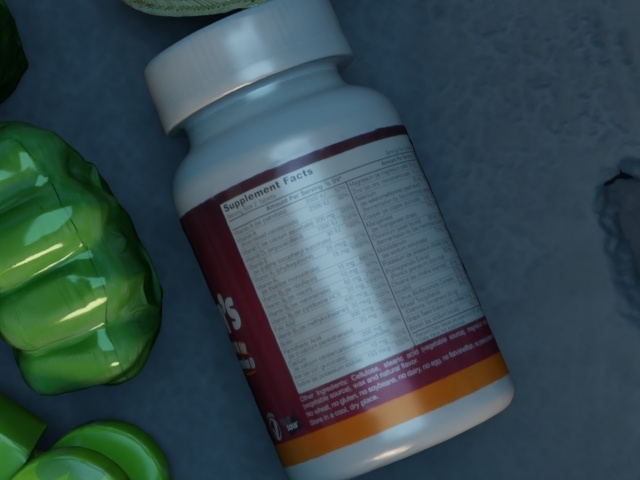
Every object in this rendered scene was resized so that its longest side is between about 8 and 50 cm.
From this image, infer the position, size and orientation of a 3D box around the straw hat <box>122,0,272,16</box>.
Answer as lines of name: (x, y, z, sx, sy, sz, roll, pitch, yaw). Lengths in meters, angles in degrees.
straw hat: (-0.051, -0.178, 0.867, 0.144, 0.061, 0.144, -11, 49, 13)

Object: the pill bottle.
pill bottle: (0.000, 0.000, 0.862, 0.121, 0.121, 0.221, -23, 86, -4)

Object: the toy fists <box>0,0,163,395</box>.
toy fists: (-0.168, -0.050, 0.848, 0.096, 0.142, 0.279, -29, 86, -6)

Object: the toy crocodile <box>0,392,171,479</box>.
toy crocodile: (-0.180, 0.102, 0.848, 0.340, 0.115, 0.105, 36, 95, 1)
